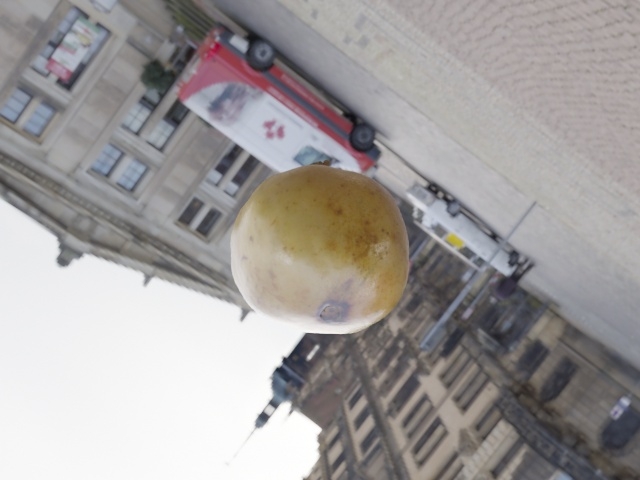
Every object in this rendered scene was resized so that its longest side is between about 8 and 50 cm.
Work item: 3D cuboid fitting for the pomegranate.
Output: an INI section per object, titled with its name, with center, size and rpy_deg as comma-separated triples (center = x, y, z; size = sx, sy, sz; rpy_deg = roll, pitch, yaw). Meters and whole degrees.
[pomegranate]
center = 0.000, 0.000, 0.820
size = 0.196, 0.196, 0.196
rpy_deg = 37, -175, -3
